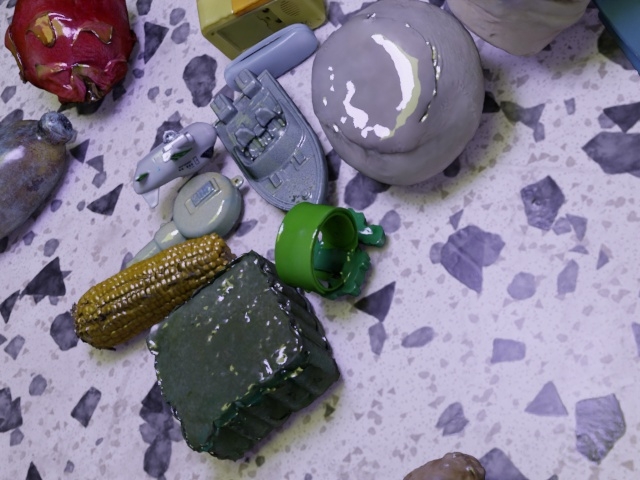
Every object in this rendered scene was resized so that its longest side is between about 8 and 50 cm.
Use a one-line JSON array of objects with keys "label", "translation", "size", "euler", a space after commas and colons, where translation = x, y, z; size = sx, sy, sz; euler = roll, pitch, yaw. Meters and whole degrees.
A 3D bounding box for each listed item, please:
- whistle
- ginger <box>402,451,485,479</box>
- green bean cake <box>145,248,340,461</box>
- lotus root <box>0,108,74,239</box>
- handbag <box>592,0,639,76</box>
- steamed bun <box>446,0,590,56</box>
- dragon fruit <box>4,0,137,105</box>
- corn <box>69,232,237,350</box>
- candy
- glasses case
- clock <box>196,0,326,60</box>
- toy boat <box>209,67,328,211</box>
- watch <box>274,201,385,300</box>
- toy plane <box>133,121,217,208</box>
[{"label": "whistle", "translation": [-0.230, -0.026, 1.831], "size": [0.258, 0.067, 0.126], "euler": [-41, 49, 11]}, {"label": "ginger", "translation": [0.097, 0.410, 1.358], "size": [0.375, 0.176, 0.256], "euler": [-15, 76, 25]}, {"label": "green bean cake", "translation": [-0.121, 0.176, 1.627], "size": [0.255, 0.132, 0.241], "euler": [-41, 52, 10]}, {"label": "lotus root", "translation": [-0.599, -0.113, 2.044], "size": [0.349, 0.175, 0.175], "euler": [-41, 53, 3]}, {"label": "handbag", "translation": [0.497, -0.307, 1.534], "size": [0.144, 0.057, 0.221], "euler": [-31, 55, 10]}, {"label": "steamed bun", "translation": [0.275, -0.431, 1.520], "size": [0.275, 0.206, 0.320], "euler": [-30, 95, 16]}, {"label": "dragon fruit", "translation": [-0.476, -0.401, 2.067], "size": [0.250, 0.250, 0.315], "euler": [-19, 40, 23]}, {"label": "corn", "translation": [-0.281, 0.082, 1.782], "size": [0.317, 0.115, 0.115], "euler": [-29, 56, 15]}, {"label": "candy", "translation": [0.124, -0.227, 1.641], "size": [0.295, 0.185, 0.296], "euler": [-3, 81, 23]}, {"label": "glasses case", "translation": [-0.088, -0.318, 1.883], "size": [0.178, 0.067, 0.045], "euler": [-28, 56, 17]}, {"label": "clock", "translation": [-0.105, -0.409, 1.890], "size": [0.202, 0.143, 0.096], "euler": [-20, 61, 21]}, {"label": "toy boat", "translation": [-0.075, -0.153, 1.779], "size": [0.141, 0.092, 0.319], "euler": [-44, 53, 13]}, {"label": "watch", "translation": [0.000, 0.000, 1.618], "size": [0.131, 0.152, 0.165], "euler": [11, 69, 35]}, {"label": "toy plane", "translation": [-0.247, -0.136, 1.838], "size": [0.174, 0.174, 0.080], "euler": [-40, 85, 9]}]
